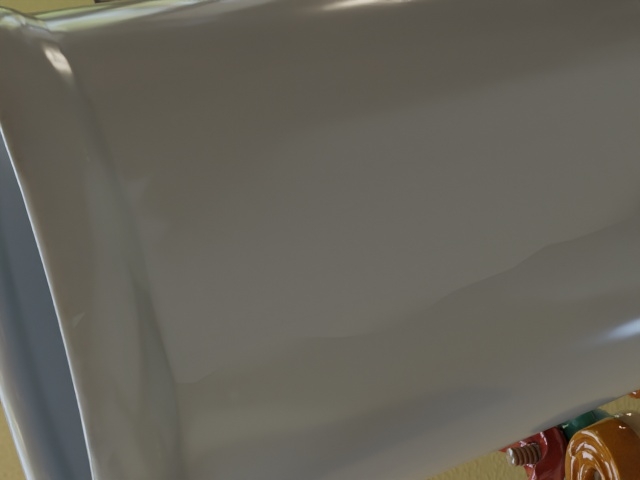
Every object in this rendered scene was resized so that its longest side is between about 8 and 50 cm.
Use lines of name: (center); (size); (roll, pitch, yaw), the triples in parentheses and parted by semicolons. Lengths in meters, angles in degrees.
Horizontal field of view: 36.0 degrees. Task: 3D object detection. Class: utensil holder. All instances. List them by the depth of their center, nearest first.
utensil holder: (0.000, 0.000, 0.608); (0.385, 0.327, 0.327); (-15, -128, -25)

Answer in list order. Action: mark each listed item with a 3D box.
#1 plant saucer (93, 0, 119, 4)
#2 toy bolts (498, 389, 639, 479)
plant saucer: (-0.217, -0.190, 1.304); (0.050, 0.310, 0.310); (-24, -124, -5)
toy bolts: (0.270, 0.172, 0.874); (0.159, 0.228, 0.218); (-5, -127, -16)
